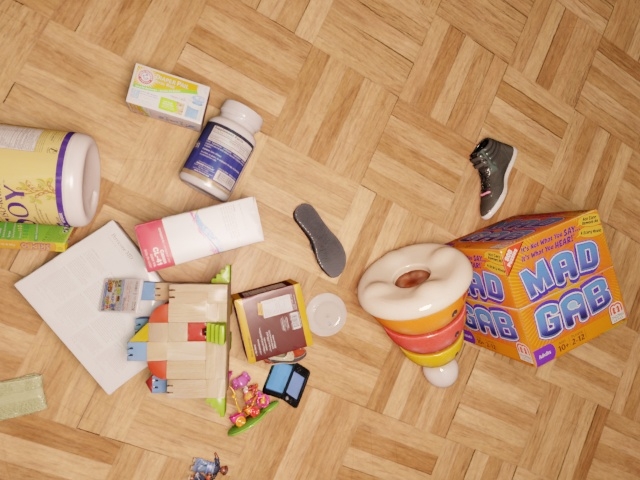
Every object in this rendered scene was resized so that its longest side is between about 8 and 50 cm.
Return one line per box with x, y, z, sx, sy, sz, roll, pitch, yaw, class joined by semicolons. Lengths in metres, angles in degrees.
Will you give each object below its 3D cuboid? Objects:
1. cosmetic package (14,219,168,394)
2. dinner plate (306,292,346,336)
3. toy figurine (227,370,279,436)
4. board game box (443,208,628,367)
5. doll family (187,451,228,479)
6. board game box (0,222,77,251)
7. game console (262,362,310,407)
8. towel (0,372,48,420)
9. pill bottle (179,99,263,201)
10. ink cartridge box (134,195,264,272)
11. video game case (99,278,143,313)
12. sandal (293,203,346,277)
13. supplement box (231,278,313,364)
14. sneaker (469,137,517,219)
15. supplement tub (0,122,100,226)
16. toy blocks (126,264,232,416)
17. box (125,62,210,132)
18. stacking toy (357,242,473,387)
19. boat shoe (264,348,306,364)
-0.567;0.178;1.182;0.284;0.097;0.377;-36;100;-12;cosmetic package
0.020;0.241;1.391;0.141;0.017;0.141;0;92;-16;dinner plate
-0.232;0.458;1.279;0.173;0.130;0.159;-26;88;-26;toy figurine
0.656;0.132;1.393;0.356;0.356;0.356;-21;95;-14;board game box
-0.342;0.728;1.262;0.111;0.076;0.193;19;82;-10;doll family
-0.785;-0.025;1.109;0.259;0.124;0.039;7;121;-17;board game box
-0.106;0.437;1.330;0.071;0.107;0.122;26;83;-43;game console
-0.817;0.421;1.149;0.148;0.027;0.110;-9;93;-16;towel
-0.278;-0.257;1.234;0.153;0.153;0.264;28;82;-14;pill bottle
-0.327;-0.020;1.184;0.306;0.226;0.131;-14;94;-15;ink cartridge box
-0.510;0.141;1.102;0.122;0.011;0.087;-1;77;20;video game case
0.000;-0.001;1.372;0.097;0.054;0.254;-27;88;-21;sandal
-0.147;0.235;1.284;0.194;0.129;0.191;-13;94;-15;supplement box
0.575;-0.225;1.506;0.147;0.104;0.295;24;78;-13;sneaker
-0.743;-0.162;1.058;0.331;0.241;0.241;4;89;-16;supplement tub
-0.372;0.253;1.122;0.261;0.191;0.381;1;89;-6;toy blocks
-0.426;-0.398;1.217;0.203;0.103;0.114;13;87;-15;box
0.348;0.278;1.380;0.350;0.350;0.480;-31;116;-14;stacking toy
-0.108;0.352;1.332;0.137;0.049;0.043;-5;128;-15;boat shoe
